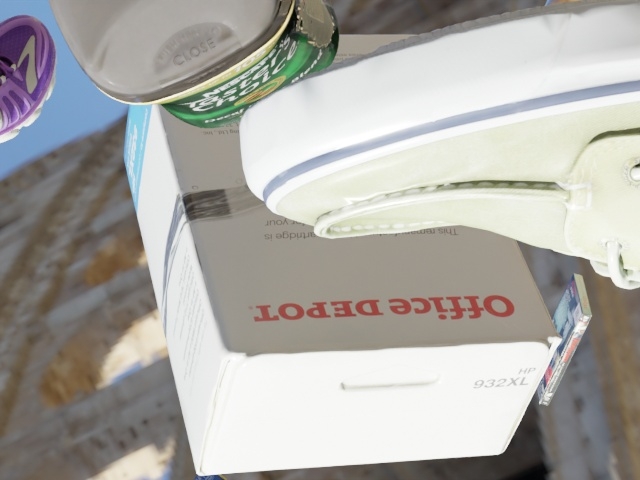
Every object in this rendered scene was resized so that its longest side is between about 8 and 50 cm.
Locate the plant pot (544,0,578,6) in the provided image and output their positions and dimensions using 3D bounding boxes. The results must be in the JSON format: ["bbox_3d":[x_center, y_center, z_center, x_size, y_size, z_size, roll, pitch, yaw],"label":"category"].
[{"bbox_3d":[0.292,-0.131,1.675,0.205,0.188,0.205,26,177,2],"label":"plant pot"}]

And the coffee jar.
[{"bbox_3d":[-0.050,-0.098,0.690,0.079,0.096,0.184,64,-173,4],"label":"coffee jar"}]

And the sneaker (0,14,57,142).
[{"bbox_3d":[-0.224,-0.091,1.040,0.068,0.071,0.170,38,-127,-4],"label":"sneaker"}]

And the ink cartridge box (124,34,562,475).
[{"bbox_3d":[0.000,0.000,1.116,0.223,0.129,0.307,-2,-134,-18],"label":"ink cartridge box"}]

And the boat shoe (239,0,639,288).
[{"bbox_3d":[0.124,-0.031,0.562,0.109,0.302,0.094,72,-171,-81],"label":"boat shoe"}]

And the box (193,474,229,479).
[{"bbox_3d":[-0.095,0.323,1.880,0.059,0.054,0.169,41,171,-31],"label":"box"}]

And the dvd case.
[{"bbox_3d":[0.257,0.105,1.718,0.013,0.119,0.087,16,-153,-7],"label":"dvd case"}]
